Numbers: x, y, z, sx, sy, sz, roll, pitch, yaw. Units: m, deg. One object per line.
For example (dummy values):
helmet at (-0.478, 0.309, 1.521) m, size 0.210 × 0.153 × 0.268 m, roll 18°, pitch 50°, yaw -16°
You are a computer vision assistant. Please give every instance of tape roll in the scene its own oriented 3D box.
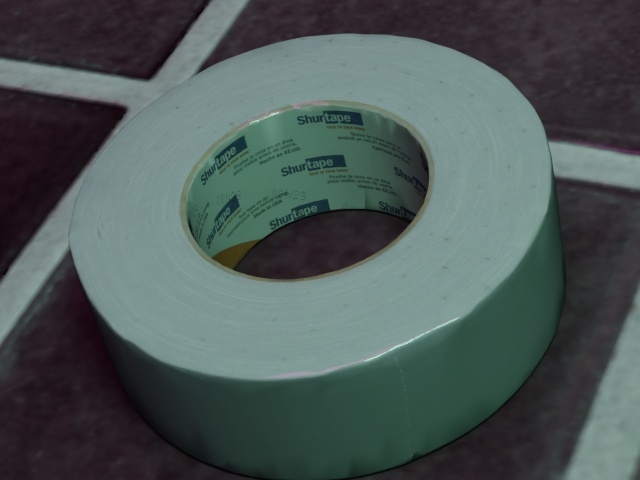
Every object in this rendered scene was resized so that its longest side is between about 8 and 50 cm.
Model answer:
tape roll at (0.000, 0.000, 0.686) m, size 0.219 × 0.072 × 0.219 m, roll -8°, pitch 44°, yaw 8°
